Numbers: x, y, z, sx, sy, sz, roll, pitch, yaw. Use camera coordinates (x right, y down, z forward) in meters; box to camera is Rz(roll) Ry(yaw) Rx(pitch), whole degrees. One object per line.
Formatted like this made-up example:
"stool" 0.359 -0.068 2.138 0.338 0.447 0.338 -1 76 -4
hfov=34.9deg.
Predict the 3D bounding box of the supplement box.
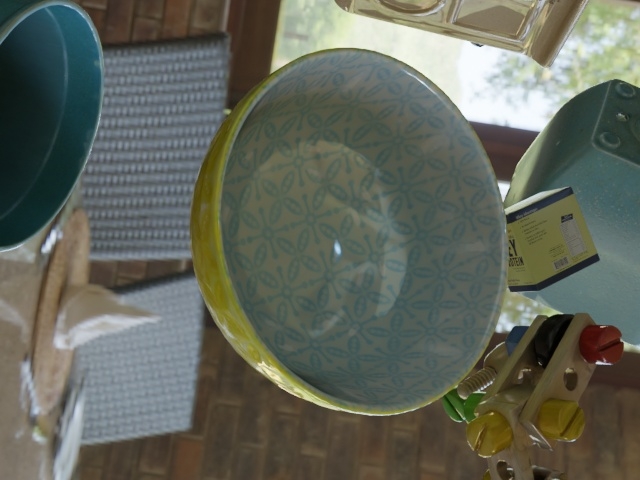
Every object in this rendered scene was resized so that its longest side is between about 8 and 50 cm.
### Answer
"supplement box" 0.226 -0.001 1.046 0.083 0.083 0.056 68 -20 -4

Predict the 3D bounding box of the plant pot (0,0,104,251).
"plant pot" -0.411 -0.157 1.083 0.271 0.255 0.272 19 90 -78

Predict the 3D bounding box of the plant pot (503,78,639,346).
"plant pot" 0.391 -0.061 1.351 0.252 0.247 0.248 109 7 -51

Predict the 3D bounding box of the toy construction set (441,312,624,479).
"toy construction set" 0.162 0.201 0.931 0.309 0.237 0.257 33 -42 42

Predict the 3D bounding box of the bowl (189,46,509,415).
"bowl" 0.000 0.000 0.843 0.156 0.289 0.290 -13 -116 53

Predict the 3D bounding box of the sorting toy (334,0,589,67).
"sorting toy" 0.116 -0.226 0.825 0.193 0.208 0.038 104 4 -69

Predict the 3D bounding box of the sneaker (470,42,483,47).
"sneaker" 0.244 -0.351 1.164 0.109 0.130 0.286 -49 148 -44
